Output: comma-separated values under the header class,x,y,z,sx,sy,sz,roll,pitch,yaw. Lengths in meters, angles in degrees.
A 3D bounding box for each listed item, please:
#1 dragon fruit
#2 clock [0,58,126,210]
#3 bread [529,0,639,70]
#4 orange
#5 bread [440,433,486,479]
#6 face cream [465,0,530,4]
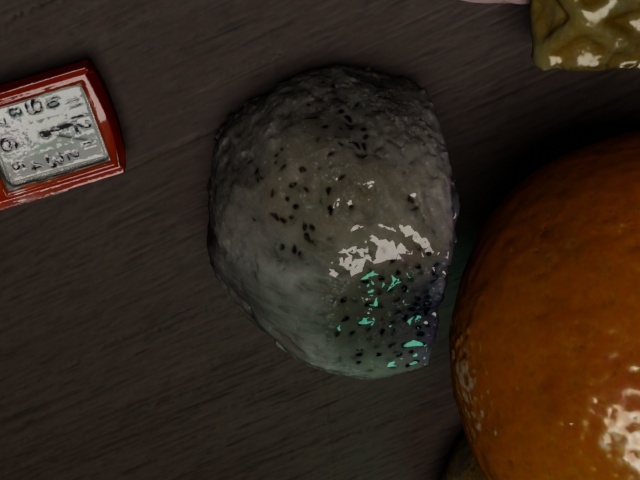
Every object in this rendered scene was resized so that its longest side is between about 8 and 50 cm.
class,x,y,z,sx,sy,sz,roll,pitch,yaw
dragon fruit,0.000,0.000,1.134,0.203,0.221,0.283,1,119,-11
clock,-0.268,-0.101,1.154,0.155,0.061,0.113,-16,117,1
bread,0.263,-0.280,1.054,0.152,0.130,0.268,-20,125,-40
orange,0.309,0.107,1.111,0.423,0.424,0.326,25,152,-15
bread,0.242,0.287,1.344,0.229,0.123,0.230,0,115,-1
face cream,0.163,-0.307,1.075,0.084,0.057,0.198,1,116,-5
